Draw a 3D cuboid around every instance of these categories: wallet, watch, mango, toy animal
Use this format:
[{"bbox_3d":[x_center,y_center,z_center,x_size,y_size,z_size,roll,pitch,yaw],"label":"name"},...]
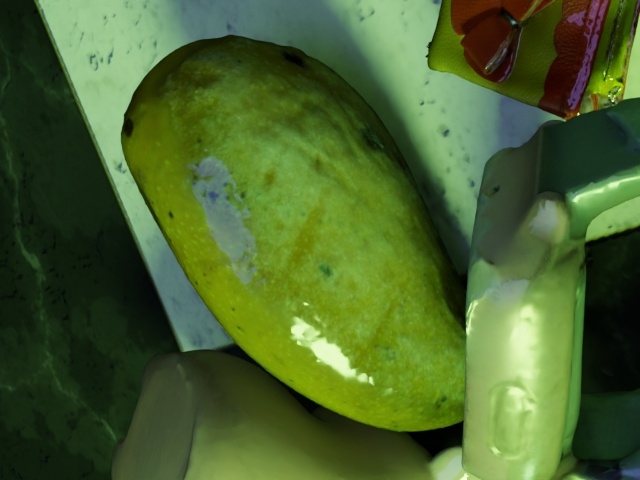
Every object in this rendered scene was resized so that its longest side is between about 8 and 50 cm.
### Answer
[{"bbox_3d":[0.140,-0.195,0.576,0.141,0.067,0.241,36,125,46],"label":"wallet"},{"bbox_3d":[0.208,0.034,0.561,0.241,0.162,0.253,3,126,11],"label":"watch"},{"bbox_3d":[-0.008,0.003,0.708,0.176,0.175,0.330,-29,96,8],"label":"mango"},{"bbox_3d":[-0.026,0.202,0.780,0.213,0.256,0.195,-160,87,-73],"label":"toy animal"}]
